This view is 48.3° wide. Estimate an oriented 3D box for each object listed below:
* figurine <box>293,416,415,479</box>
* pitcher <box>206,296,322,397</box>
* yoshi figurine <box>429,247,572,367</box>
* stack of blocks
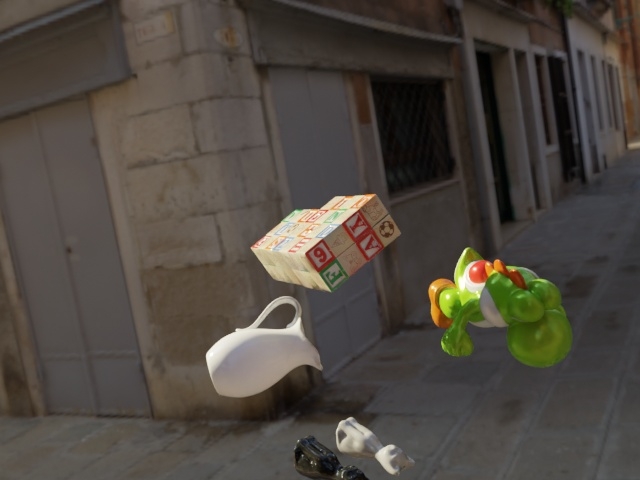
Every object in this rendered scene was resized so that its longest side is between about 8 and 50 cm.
[{"bbox_3d":[0.083,0.507,1.646,0.214,0.092,0.209,-13,18,-37],"label":"figurine"},{"bbox_3d":[-0.118,0.208,1.408,0.207,0.178,0.125,-18,-38,-4],"label":"pitcher"},{"bbox_3d":[0.339,0.145,1.321,0.203,0.204,0.362,25,-5,-9],"label":"yoshi figurine"},{"bbox_3d":[0.000,0.000,1.355,0.171,0.087,0.297,-40,16,-18],"label":"stack of blocks"}]
